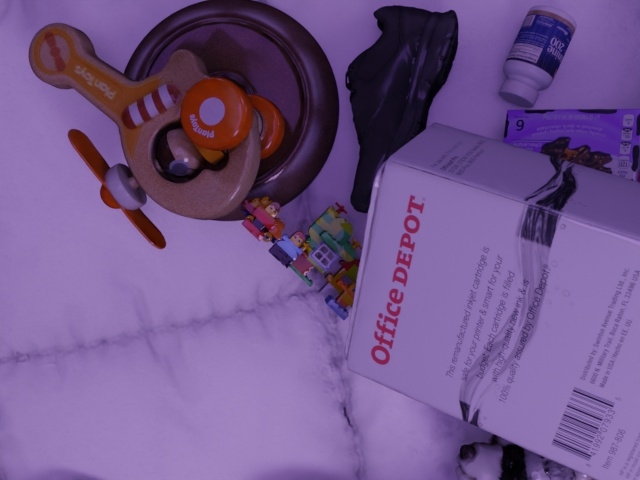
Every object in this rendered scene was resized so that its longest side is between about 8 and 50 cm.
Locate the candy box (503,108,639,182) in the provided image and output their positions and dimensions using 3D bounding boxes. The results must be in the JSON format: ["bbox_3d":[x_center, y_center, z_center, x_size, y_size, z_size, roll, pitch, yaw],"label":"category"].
[{"bbox_3d":[0.310,-0.061,0.915,0.164,0.070,0.196,5,81,28],"label":"candy box"}]

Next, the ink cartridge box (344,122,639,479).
[{"bbox_3d":[0.249,0.069,0.806,0.395,0.166,0.285,21,122,20],"label":"ink cartridge box"}]

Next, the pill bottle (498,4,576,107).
[{"bbox_3d":[0.282,-0.240,0.960,0.067,0.067,0.120,24,91,3],"label":"pill bottle"}]

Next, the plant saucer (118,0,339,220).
[{"bbox_3d":[-0.130,-0.181,0.991,0.310,0.050,0.311,0,90,2],"label":"plant saucer"}]

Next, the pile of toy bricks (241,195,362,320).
[{"bbox_3d":[0.000,0.000,0.943,0.212,0.118,0.105,44,91,-8],"label":"pile of toy bricks"}]

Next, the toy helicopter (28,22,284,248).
[{"bbox_3d":[-0.238,-0.149,0.928,0.355,0.140,0.235,35,100,13],"label":"toy helicopter"}]

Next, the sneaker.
[{"bbox_3d":[0.085,-0.175,0.963,0.130,0.109,0.286,19,84,12],"label":"sneaker"}]

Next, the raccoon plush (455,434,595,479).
[{"bbox_3d":[0.305,0.428,0.938,0.299,0.216,0.446,-49,117,-12],"label":"raccoon plush"}]
